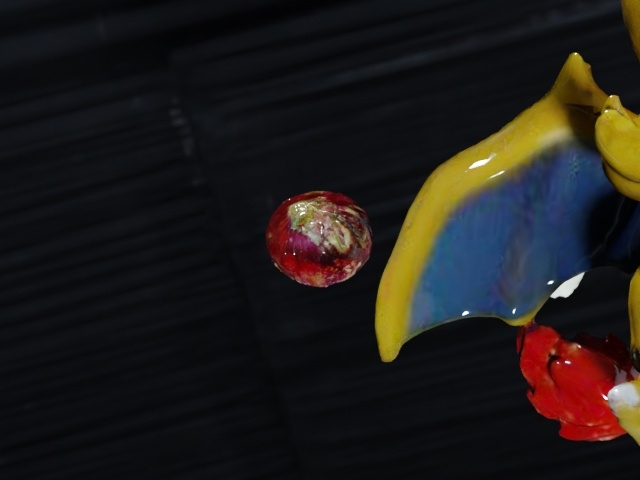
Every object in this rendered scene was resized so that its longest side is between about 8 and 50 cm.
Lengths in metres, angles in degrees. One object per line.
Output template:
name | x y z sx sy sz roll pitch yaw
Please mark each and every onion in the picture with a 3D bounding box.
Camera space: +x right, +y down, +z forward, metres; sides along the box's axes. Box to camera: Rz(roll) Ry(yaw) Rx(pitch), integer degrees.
onion | 0.000 0.000 1.667 0.107 0.107 0.097 -104 10 -47

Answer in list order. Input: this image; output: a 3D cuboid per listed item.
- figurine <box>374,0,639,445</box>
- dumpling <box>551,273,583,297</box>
figurine | 0.227 -0.066 0.860 0.268 0.401 0.387 57 -139 -63
dumpling | 0.210 -0.021 1.671 0.108 0.127 0.188 -118 17 -61
